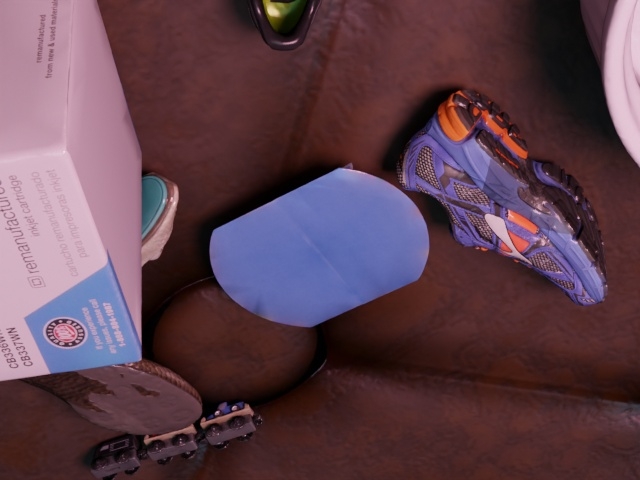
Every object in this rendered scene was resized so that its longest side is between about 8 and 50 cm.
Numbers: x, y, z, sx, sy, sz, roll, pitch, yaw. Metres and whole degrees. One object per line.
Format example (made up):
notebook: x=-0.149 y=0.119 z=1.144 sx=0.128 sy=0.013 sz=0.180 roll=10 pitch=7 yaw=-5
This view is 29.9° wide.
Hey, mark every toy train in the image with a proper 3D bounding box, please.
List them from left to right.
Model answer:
toy train: x=-0.126 y=0.173 z=1.043 sx=0.158 sy=0.036 sz=0.027 roll=-17 pitch=130 yaw=8

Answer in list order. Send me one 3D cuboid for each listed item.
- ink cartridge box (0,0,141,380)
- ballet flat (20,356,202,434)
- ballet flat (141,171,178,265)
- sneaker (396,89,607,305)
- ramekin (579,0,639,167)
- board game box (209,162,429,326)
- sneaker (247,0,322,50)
ink cartridge box: x=-0.264 y=-0.036 z=0.754 sx=0.270 sy=0.197 sz=0.198 roll=-8 pitch=139 yaw=1
ballet flat: x=-0.208 y=0.097 z=0.972 sx=0.250 sy=0.058 sz=0.084 roll=21 pitch=125 yaw=-26
ballet flat: x=-0.153 y=0.008 z=0.916 sx=0.168 sy=0.057 sz=0.052 roll=-41 pitch=148 yaw=26
sneaker: x=0.143 y=-0.023 z=0.911 sx=0.087 sy=0.083 sz=0.221 roll=-31 pitch=119 yaw=32
ramekin: x=0.304 y=-0.163 z=0.778 sx=0.277 sy=0.135 sz=0.277 roll=-3 pitch=127 yaw=-4
board game box: x=0.000 y=0.000 z=0.932 sx=0.169 sy=0.033 sz=0.133 roll=-25 pitch=130 yaw=19
sneaker: x=-0.016 y=-0.204 z=0.747 sx=0.067 sy=0.078 sz=0.188 roll=0 pitch=126 yaw=-7
